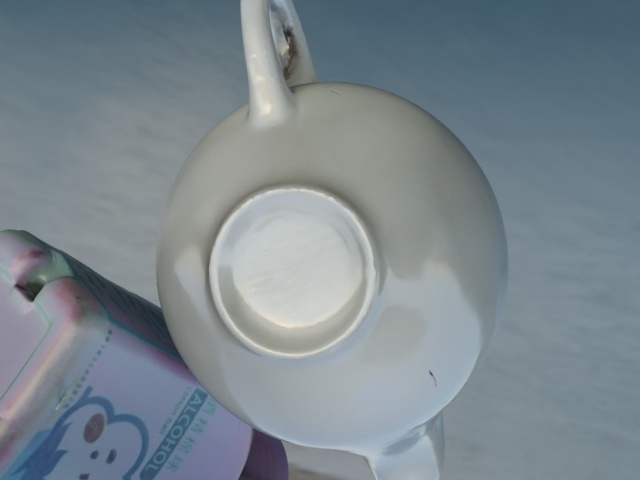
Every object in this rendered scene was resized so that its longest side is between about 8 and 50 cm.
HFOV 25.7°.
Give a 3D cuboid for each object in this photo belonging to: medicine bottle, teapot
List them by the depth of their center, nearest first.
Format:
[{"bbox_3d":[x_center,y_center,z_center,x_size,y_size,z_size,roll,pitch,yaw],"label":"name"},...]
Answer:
[{"bbox_3d":[0.000,0.000,0.562,0.145,0.226,0.092,-12,178,14],"label":"teapot"},{"bbox_3d":[-0.097,0.088,0.645,0.094,0.119,0.188,37,180,41],"label":"medicine bottle"}]
